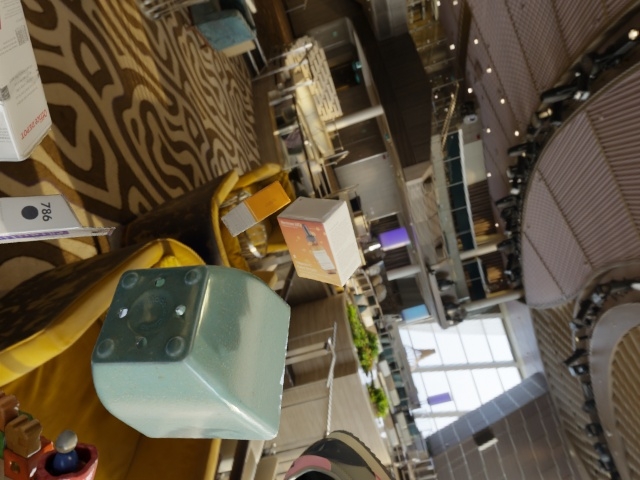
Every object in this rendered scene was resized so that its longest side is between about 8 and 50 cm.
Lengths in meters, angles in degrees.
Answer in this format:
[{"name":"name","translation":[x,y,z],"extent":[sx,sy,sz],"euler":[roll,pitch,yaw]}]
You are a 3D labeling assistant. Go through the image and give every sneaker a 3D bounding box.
[{"name":"sneaker","translation":[0.082,0.372,0.485],"extent":[0.131,0.318,0.112],"euler":[1,108,-50]}]

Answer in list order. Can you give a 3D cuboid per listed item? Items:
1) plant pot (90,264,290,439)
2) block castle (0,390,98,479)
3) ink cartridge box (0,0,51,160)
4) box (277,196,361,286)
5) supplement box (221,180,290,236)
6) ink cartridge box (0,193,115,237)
[{"name":"plant pot","translation":[-0.208,0.164,0.657],"extent":[0.252,0.247,0.247],"euler":[71,19,-53]},{"name":"block castle","translation":[-0.606,0.375,0.605],"extent":[0.303,0.452,0.213],"euler":[-26,125,-72]},{"name":"ink cartridge box","translation":[-0.492,-0.248,0.600],"extent":[0.159,0.092,0.218],"euler":[-111,-158,-52]},{"name":"box","translation":[0.000,0.000,0.904],"extent":[0.091,0.130,0.171],"euler":[-47,131,-38]},{"name":"supplement box","translation":[-0.095,-0.044,0.581],"extent":[0.036,0.062,0.098],"euler":[57,-34,-8]},{"name":"ink cartridge box","translation":[-0.517,-0.027,0.646],"extent":[0.165,0.332,0.065],"euler":[-8,-92,59]}]
